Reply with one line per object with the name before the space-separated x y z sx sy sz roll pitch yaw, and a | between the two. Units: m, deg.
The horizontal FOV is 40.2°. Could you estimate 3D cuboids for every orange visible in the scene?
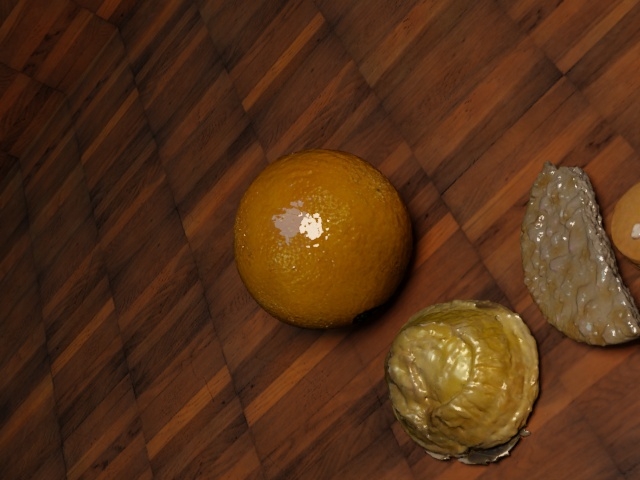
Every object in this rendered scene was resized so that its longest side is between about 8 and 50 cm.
orange | 0.000 0.000 1.288 0.274 0.274 0.274 -23 56 38

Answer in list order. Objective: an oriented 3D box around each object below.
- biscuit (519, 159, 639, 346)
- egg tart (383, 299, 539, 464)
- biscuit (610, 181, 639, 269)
biscuit | 0.312 0.028 1.105 0.141 0.038 0.290 -50 38 41
egg tart | 0.171 0.175 1.156 0.232 0.098 0.252 -58 45 14
biscuit | 0.459 -0.017 0.952 0.339 0.047 0.216 14 78 55
